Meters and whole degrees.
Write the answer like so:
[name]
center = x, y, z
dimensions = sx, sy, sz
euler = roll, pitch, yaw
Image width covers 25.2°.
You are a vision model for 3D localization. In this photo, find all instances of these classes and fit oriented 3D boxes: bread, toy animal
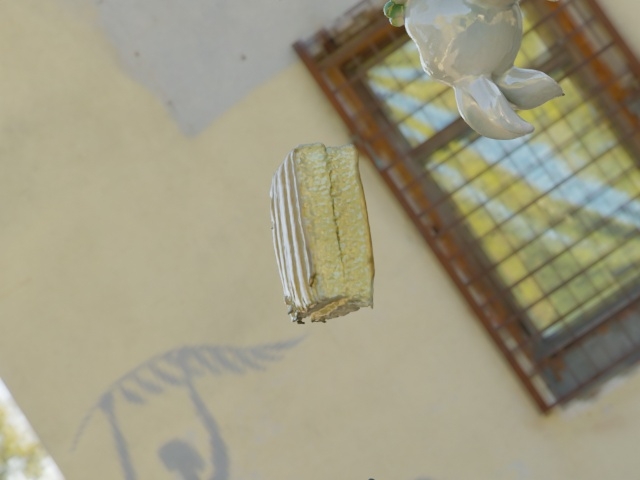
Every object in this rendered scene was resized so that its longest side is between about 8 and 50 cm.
[bread]
center = 0.000, 0.000, 2.139
dimensions = 0.111, 0.246, 0.239
euler = -5, -10, -12
[toy animal]
center = 0.224, -0.308, 1.871
dimensions = 0.183, 0.247, 0.310
euler = -27, -38, -54

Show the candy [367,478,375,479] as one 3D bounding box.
[candy]
center = 0.045, 0.359, 1.585
dimensions = 0.061, 0.203, 0.061
euler = 6, 11, -1
